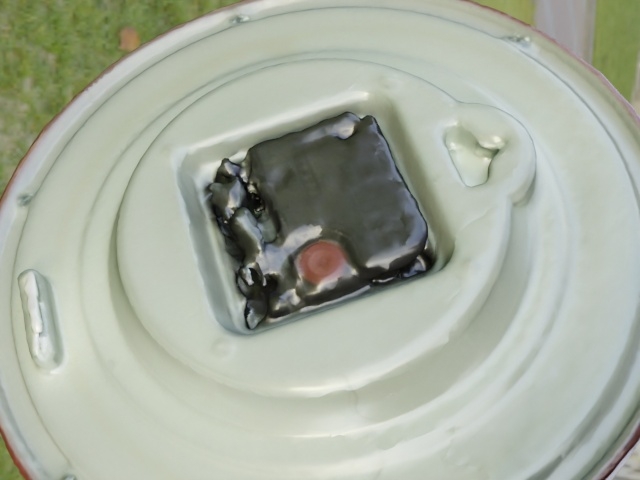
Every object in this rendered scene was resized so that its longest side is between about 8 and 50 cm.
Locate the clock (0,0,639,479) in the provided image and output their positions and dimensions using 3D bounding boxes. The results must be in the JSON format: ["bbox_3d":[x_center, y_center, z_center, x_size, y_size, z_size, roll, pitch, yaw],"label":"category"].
[{"bbox_3d":[0.000,0.000,0.430,0.080,0.319,0.318,74,27,-56],"label":"clock"}]
